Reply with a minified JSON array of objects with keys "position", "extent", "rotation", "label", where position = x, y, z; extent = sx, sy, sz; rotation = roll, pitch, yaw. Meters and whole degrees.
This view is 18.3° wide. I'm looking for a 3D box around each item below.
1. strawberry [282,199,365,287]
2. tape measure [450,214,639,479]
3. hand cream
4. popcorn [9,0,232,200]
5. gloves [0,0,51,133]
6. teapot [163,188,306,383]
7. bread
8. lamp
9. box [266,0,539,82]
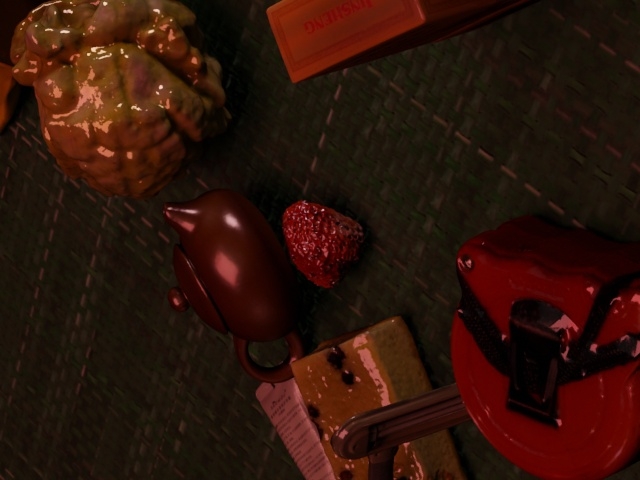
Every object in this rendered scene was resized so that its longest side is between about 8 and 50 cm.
[{"position":[0.000,0.000,2.100],"extent":[0.096,0.083,0.083],"rotation":[49,134,6],"label":"strawberry"},{"position":[0.242,0.107,1.884],"extent":[0.253,0.114,0.260],"rotation":[17,117,40],"label":"tape measure"},{"position":[0.002,0.247,2.224],"extent":[0.234,0.050,0.080],"rotation":[57,136,18],"label":"hand cream"},{"position":[-0.212,-0.167,2.149],"extent":[0.259,0.212,0.259],"rotation":[160,90,-86],"label":"popcorn"},{"position":[-0.429,-0.211,2.439],"extent":[0.294,0.116,0.133],"rotation":[-34,53,54],"label":"gloves"},{"position":[-0.095,0.054,2.154],"extent":[0.252,0.135,0.178],"rotation":[65,177,-24],"label":"teapot"},{"position":[0.092,0.269,2.116],"extent":[0.138,0.077,0.361],"rotation":[-23,89,46],"label":"bread"},{"position":[0.143,0.283,2.007],"extent":[0.124,0.203,0.283],"rotation":[142,105,-78],"label":"lamp"},{"position":[0.109,-0.224,1.768],"extent":[0.174,0.274,0.076],"rotation":[-19,92,46],"label":"box"}]
